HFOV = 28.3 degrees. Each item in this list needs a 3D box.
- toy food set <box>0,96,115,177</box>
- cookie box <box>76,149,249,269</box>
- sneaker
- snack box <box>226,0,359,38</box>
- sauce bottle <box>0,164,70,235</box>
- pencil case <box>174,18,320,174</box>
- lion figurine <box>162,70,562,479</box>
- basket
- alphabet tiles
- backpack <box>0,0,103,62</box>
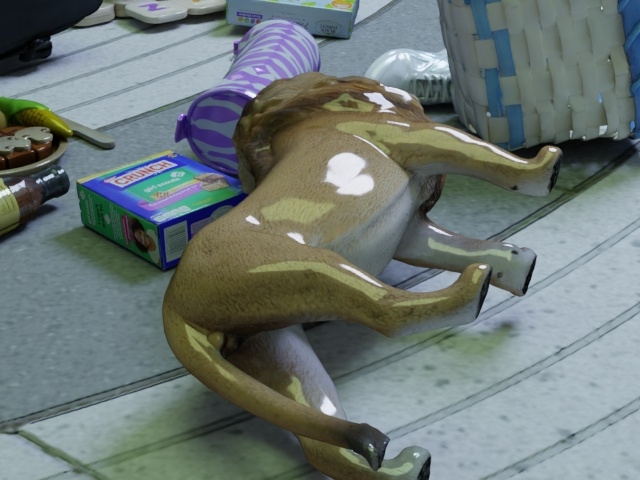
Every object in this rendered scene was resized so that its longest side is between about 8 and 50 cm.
[{"bbox_3d":[-0.282,-0.087,1.084,0.132,0.038,0.192,21,34,37],"label":"toy food set"},{"bbox_3d":[-0.116,-0.026,0.956,0.092,0.040,0.107,-24,34,-37],"label":"cookie box"},{"bbox_3d":[0.106,-0.153,1.198,0.152,0.053,0.061,-16,33,-29],"label":"sneaker"},{"bbox_3d":[-0.029,-0.271,1.435,0.141,0.037,0.100,7,34,4],"label":"snack box"},{"bbox_3d":[-0.243,-0.025,0.957,0.042,0.042,0.128,16,28,29],"label":"sauce bottle"},{"bbox_3d":[-0.058,-0.132,1.117,0.088,0.086,0.206,15,27,3],"label":"pencil case"},{"bbox_3d":[0.000,0.000,0.781,0.240,0.142,0.392,17,26,16],"label":"lion figurine"},{"bbox_3d":[0.247,-0.213,1.094,0.289,0.254,0.201,-12,25,1],"label":"basket"},{"bbox_3d":[-0.206,-0.309,1.554,0.284,0.021,0.278,-20,33,-34],"label":"alphabet tiles"},{"bbox_3d":[-0.455,-0.306,1.338,0.290,0.273,0.355,-28,24,-32],"label":"backpack"}]
